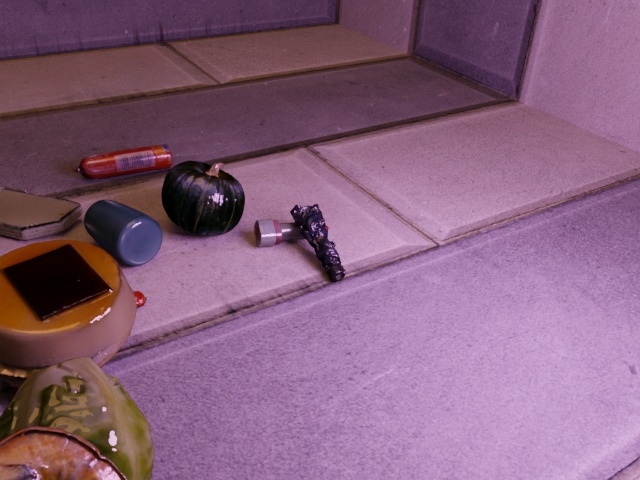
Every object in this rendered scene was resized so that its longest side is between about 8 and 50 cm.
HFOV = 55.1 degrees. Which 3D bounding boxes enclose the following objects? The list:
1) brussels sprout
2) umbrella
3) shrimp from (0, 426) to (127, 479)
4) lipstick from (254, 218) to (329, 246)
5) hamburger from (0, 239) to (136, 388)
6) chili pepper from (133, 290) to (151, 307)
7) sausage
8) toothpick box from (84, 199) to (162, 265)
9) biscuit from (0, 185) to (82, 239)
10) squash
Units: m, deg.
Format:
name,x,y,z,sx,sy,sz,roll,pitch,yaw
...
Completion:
name,x,y,z,sx,sy,sz,roll,pitch,yaw
brussels sprout,-0.345,0.293,0.843,0.219,0.210,0.272,-14,66,-1
umbrella,-0.001,-0.001,1.439,0.080,0.071,0.224,-7,52,-26
shrimp,-0.292,0.349,0.673,0.177,0.075,0.289,-3,52,-24
lipstick,-0.067,-0.022,1.524,0.186,0.057,0.063,-4,61,-21
hamburger,-0.490,0.135,1.126,0.299,0.176,0.300,4,38,-3
chili pepper,-0.438,0.137,1.267,0.178,0.027,0.045,-17,39,-23
sausage,-0.572,-0.223,1.774,0.273,0.074,0.074,-14,36,-22
toothpick box,-0.467,-0.026,1.433,0.184,0.121,0.120,26,39,34
biscuit,-0.739,-0.063,1.529,0.252,0.052,0.150,10,37,14
squash,-0.290,-0.107,1.522,0.218,0.173,0.218,4,35,-3
